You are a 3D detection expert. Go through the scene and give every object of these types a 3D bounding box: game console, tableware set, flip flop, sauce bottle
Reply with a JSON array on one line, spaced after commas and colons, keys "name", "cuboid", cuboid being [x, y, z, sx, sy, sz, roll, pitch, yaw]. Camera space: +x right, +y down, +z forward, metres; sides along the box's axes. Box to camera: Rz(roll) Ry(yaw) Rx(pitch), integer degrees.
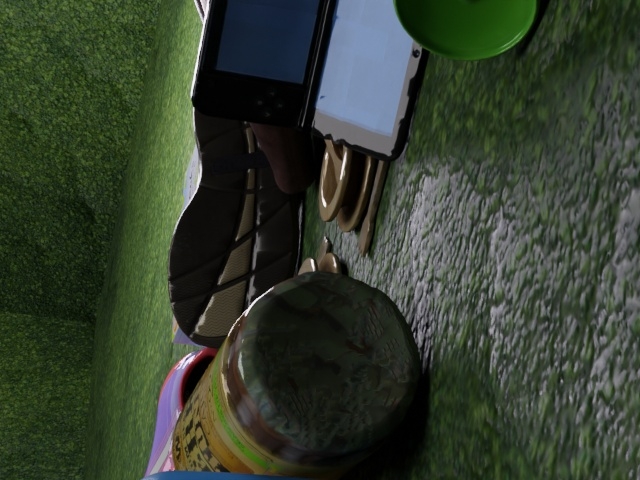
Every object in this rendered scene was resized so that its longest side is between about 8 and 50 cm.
[{"name": "game console", "cuboid": [-0.004, -0.133, 0.833, 0.085, 0.124, 0.144, -136, 56, -64]}, {"name": "tableware set", "cuboid": [0.000, 0.000, 0.941, 0.128, 0.039, 0.194, -117, 38, -69]}, {"name": "flip flop", "cuboid": [-0.069, -0.035, 1.159, 0.080, 0.112, 0.277, 67, -159, -62]}, {"name": "sauce bottle", "cuboid": [-0.037, 0.128, 0.859, 0.344, 0.111, 0.111, 122, 154, -62]}]

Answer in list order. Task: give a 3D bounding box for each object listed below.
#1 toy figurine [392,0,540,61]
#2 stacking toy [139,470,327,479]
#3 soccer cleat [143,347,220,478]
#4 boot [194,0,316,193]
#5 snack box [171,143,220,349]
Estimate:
[{"name": "toy figurine", "cuboid": [0.078, -0.205, 0.658, 0.159, 0.130, 0.173, -75, -20, -45]}, {"name": "stacking toy", "cuboid": [-0.034, 0.284, 0.698, 0.175, 0.166, 0.301, -72, -14, -66]}, {"name": "soccer cleat", "cuboid": [-0.127, 0.222, 1.272, 0.095, 0.083, 0.248, 128, 152, -56]}, {"name": "boot", "cuboid": [-0.064, -0.183, 1.067, 0.207, 0.090, 0.248, 81, 172, -53]}, {"name": "snack box", "cuboid": [-0.094, -0.021, 1.302, 0.174, 0.070, 0.207, 119, 157, -57]}]
